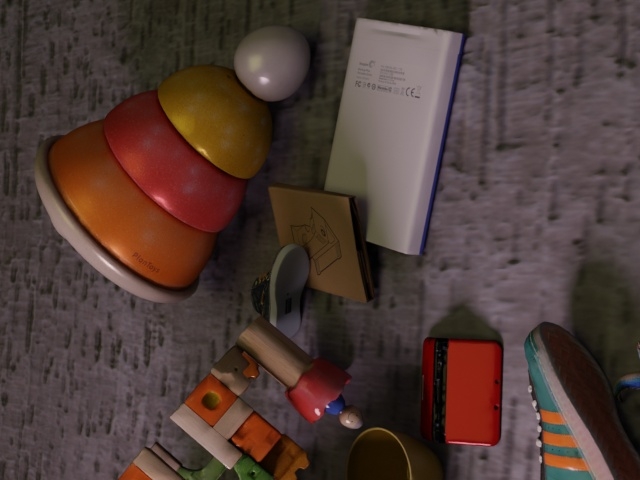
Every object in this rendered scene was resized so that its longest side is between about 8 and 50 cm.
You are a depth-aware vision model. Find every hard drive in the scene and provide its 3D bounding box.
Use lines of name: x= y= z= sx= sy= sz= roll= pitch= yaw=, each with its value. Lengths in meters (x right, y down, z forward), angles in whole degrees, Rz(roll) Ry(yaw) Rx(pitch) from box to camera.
hard drive: x=0.100 y=-0.157 z=2.110 sx=0.210 sy=0.040 sz=0.318 roll=19 pitch=101 yaw=49

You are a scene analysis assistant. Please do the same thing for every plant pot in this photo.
plant pot: x=0.113 y=0.326 z=2.004 sx=0.134 sy=0.095 sz=0.134 roll=-7 pitch=81 yaw=49

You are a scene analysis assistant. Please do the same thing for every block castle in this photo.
block castle: x=-0.142 y=0.334 z=2.033 sx=0.213 sy=0.303 sz=0.453 roll=41 pitch=83 yaw=2

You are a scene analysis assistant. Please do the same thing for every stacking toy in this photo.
stacking toy: x=-0.190 y=-0.161 z=2.326 sx=0.480 sy=0.351 sz=0.350 roll=-41 pitch=54 yaw=17

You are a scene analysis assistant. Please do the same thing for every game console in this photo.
game console: x=0.192 y=0.207 z=1.987 sx=0.124 sy=0.085 sz=0.144 roll=162 pitch=111 yaw=-81

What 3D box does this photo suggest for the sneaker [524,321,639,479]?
sneaker: x=0.307 y=0.250 z=1.771 sx=0.121 sy=0.108 sz=0.302 roll=-41 pitch=58 yaw=35

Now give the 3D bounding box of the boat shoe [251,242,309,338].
boat shoe: x=-0.070 y=0.065 z=2.238 sx=0.083 sy=0.065 sz=0.183 roll=45 pitch=140 yaw=38

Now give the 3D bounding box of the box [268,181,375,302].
box: x=0.000 y=0.000 z=2.176 sx=0.201 sy=0.021 sz=0.164 roll=13 pitch=120 yaw=53

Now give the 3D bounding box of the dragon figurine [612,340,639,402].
dragon figurine: x=0.435 y=0.164 z=1.642 sx=0.289 sy=0.085 sz=0.144 roll=-42 pitch=56 yaw=40
